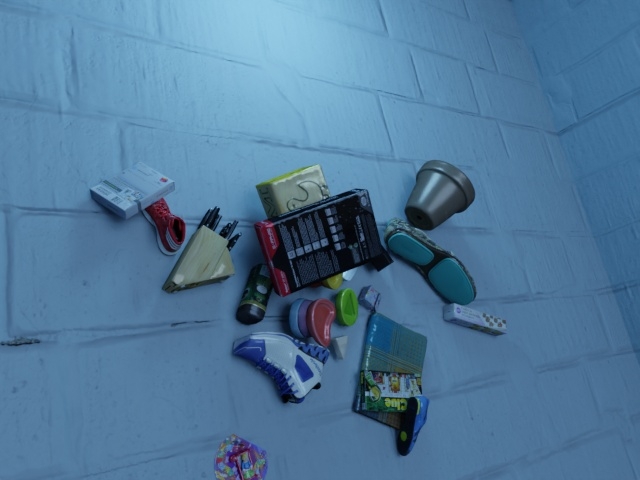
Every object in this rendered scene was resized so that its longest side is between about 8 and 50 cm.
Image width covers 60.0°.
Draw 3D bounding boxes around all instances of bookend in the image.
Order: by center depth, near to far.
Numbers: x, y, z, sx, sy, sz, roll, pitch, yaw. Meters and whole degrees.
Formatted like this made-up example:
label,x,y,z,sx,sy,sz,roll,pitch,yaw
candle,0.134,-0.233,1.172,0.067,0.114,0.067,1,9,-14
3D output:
label,x,y,z,sx,sy,sz,roll,pitch,yaw
bookend,0.196,0.054,2.049,0.157,0.072,0.156,53,15,-5

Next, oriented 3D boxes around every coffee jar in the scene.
label,x,y,z,sx,sy,sz,roll,pitch,yaw
coffee jar,-0.199,0.170,1.731,0.079,0.096,0.184,29,56,-20

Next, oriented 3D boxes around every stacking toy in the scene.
label,x,y,z,sx,sy,sz,roll,pitch,yaw
stacking toy,0.002,0.232,1.872,0.279,0.130,0.309,58,39,-38

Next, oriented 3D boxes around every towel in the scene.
label,x,y,z,sx,sy,sz,roll,pitch,yaw
towel,0.253,0.469,1.978,0.271,0.040,0.370,29,57,-22

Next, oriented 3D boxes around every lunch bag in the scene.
label,x,y,z,sx,sy,sz,roll,pitch,yaw
lunch bag,0.189,0.216,2.033,0.083,0.053,0.071,46,51,-23

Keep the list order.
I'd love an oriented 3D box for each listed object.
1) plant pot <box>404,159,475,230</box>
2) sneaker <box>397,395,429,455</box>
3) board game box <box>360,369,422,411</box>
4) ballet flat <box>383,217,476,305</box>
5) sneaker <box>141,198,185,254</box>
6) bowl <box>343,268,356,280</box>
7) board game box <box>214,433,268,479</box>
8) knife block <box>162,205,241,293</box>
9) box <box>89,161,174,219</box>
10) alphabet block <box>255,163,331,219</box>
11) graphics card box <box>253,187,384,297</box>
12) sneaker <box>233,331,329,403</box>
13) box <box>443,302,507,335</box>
label,x,y,z,sx,sy,sz,roll,pitch,yaw
plant pot,0.476,-0.166,2.319,0.263,0.263,0.229,46,68,-12
sneaker,0.324,0.633,1.884,0.082,0.069,0.209,15,90,-33
board game box,0.248,0.522,1.911,0.260,0.030,0.136,12,67,-32
ballet flat,0.453,0.064,2.249,0.483,0.164,0.182,38,32,-16
sneaker,-0.451,-0.077,1.631,0.087,0.128,0.221,-25,86,-41
bowl,0.067,0.070,2.006,0.142,0.053,0.142,40,51,-15
board game box,-0.214,0.628,1.554,0.169,0.033,0.133,35,53,-19
knife block,-0.366,0.015,1.681,0.276,0.088,0.242,-11,77,-39
box,-0.543,-0.149,1.607,0.145,0.038,0.186,29,47,19
alphabet block,-0.079,-0.126,1.834,0.192,0.193,0.197,-24,102,-20
graphics card box,0.000,0.000,1.722,0.371,0.094,0.232,-21,104,-18
sneaker,-0.106,0.394,1.680,0.315,0.127,0.182,21,57,-30
box,0.651,0.334,2.320,0.324,0.067,0.063,20,59,-30
